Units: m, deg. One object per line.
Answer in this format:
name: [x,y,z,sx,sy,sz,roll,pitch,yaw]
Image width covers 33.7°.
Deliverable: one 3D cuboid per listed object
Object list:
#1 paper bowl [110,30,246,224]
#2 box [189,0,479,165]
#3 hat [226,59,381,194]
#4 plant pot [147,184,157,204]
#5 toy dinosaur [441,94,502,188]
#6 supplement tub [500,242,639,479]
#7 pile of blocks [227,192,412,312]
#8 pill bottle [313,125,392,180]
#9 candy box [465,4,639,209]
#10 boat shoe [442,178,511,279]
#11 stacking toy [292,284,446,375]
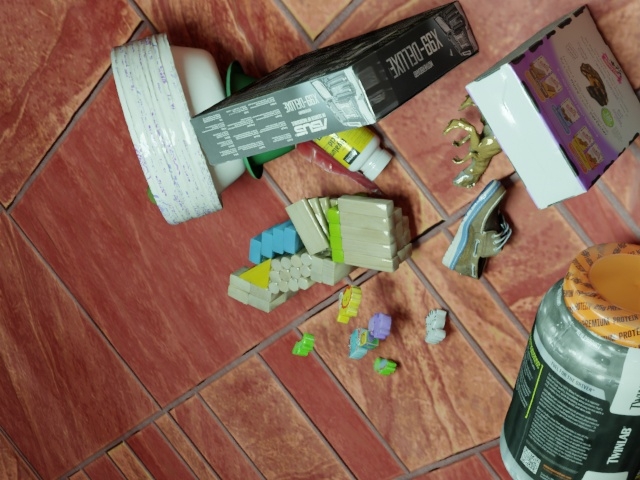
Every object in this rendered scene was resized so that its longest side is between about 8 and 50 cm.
paper bowl: [-0.205,-0.177,1.603,0.284,0.148,0.284,161,90,-88]
box: [0.015,-0.202,1.377,0.307,0.242,0.076,-10,111,44]
hat: [-0.023,-0.184,1.566,0.184,0.173,0.208,-9,139,9]
plant pot: [-0.267,-0.094,1.837,0.083,0.083,0.079,56,151,-5]
toy dinosaur: [0.229,-0.141,1.379,0.112,0.064,0.211,35,149,-8]
supplement tub: [0.362,0.182,1.366,0.207,0.207,0.338,28,135,24]
pile of blocks: [0.000,0.000,1.641,0.362,0.113,0.149,-21,97,39]
pill bottle: [0.045,-0.141,1.521,0.116,0.065,0.065,38,138,-3]
candy box: [0.277,-0.155,1.208,0.070,0.196,0.165,-25,100,47]
boat shoe: [0.229,-0.013,1.461,0.066,0.066,0.183,34,146,12]
stacking toy: [0.074,0.145,1.654,0.167,0.052,0.221,16,149,-19]
